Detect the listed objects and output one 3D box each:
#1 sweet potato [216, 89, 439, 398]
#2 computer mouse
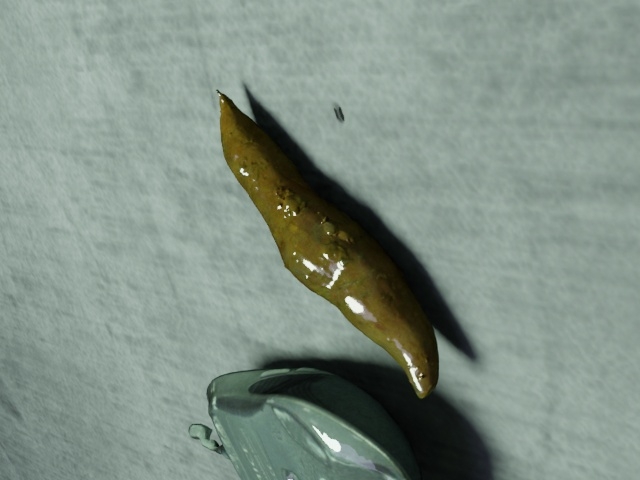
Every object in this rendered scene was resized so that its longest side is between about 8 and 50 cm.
[{"bbox_3d":[0.000,0.000,0.927,0.274,0.067,0.067,50,148,15],"label":"sweet potato"},{"bbox_3d":[-0.017,0.173,1.080,0.379,0.090,0.167,1,118,60],"label":"computer mouse"}]
